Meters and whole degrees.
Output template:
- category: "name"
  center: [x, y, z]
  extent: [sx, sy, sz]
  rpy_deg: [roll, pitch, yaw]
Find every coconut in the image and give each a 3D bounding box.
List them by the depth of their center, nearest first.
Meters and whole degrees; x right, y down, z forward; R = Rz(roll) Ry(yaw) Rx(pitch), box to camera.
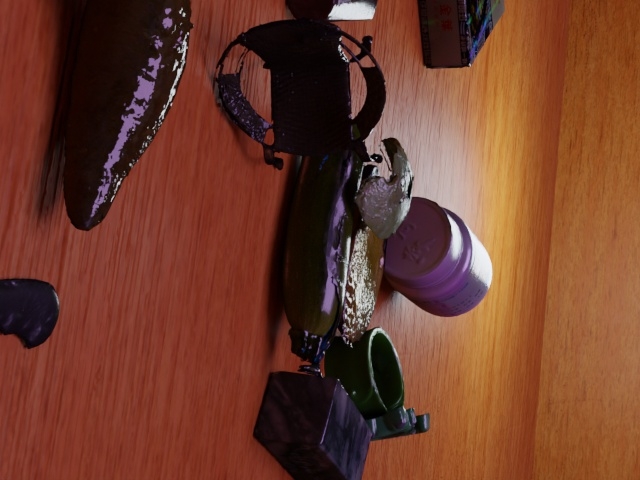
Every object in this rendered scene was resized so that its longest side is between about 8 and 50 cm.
- category: "coconut"
  center: [0.087, -0.062, 1.258]
  extent: [0.158, 0.055, 0.133]
  rpy_deg: [-72, 157, -44]

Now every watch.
- category: "watch"
  center: [0.063, 0.202, 1.381]
  extent: [0.165, 0.131, 0.152]
  rpy_deg: [16, 60, -63]

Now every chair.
- category: "chair"
  center: [-0.011, -0.156, 1.059]
  extent: [0.213, 0.174, 0.149]
  rpy_deg: [-5, 94, -79]

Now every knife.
- category: "knife"
  center: [0.068, -0.053, 1.461]
  extent: [0.031, 0.018, 0.121]
  rpy_deg: [21, 75, -65]

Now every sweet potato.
- category: "sweet potato"
  center: [-0.158, -0.169, 0.780]
  extent: [0.124, 0.098, 0.310]
  rpy_deg: [-12, 107, -45]

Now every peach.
- category: "peach"
  center: [0.037, 0.031, 1.324]
  extent: [0.279, 0.068, 0.189]
  rpy_deg: [-66, 152, -49]

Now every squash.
- category: "squash"
  center: [-0.001, 0.000, 1.204]
  extent: [0.087, 0.087, 0.332]
  rpy_deg: [42, 53, -63]

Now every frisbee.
- category: "frisbee"
  center: [-0.254, 0.021, 0.673]
  extent: [0.211, 0.012, 0.188]
  rpy_deg: [-43, 131, -59]

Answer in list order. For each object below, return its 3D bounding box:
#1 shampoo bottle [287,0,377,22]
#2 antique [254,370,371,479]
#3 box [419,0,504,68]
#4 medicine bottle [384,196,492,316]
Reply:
- category: "shampoo bottle"
  center: [0.030, -0.315, 1.270]
  extent: [0.236, 0.067, 0.068]
  rpy_deg: [-35, 135, -64]
- category: "antique"
  center: [-0.003, 0.240, 1.229]
  extent: [0.183, 0.088, 0.086]
  rpy_deg: [60, 40, -53]
- category: "box"
  center: [0.257, -0.452, 1.787]
  extent: [0.310, 0.084, 0.198]
  rpy_deg: [-55, 142, -53]
- category: "medicine bottle"
  center: [0.172, 0.027, 1.554]
  extent: [0.254, 0.151, 0.152]
  rpy_deg: [34, 62, -64]
